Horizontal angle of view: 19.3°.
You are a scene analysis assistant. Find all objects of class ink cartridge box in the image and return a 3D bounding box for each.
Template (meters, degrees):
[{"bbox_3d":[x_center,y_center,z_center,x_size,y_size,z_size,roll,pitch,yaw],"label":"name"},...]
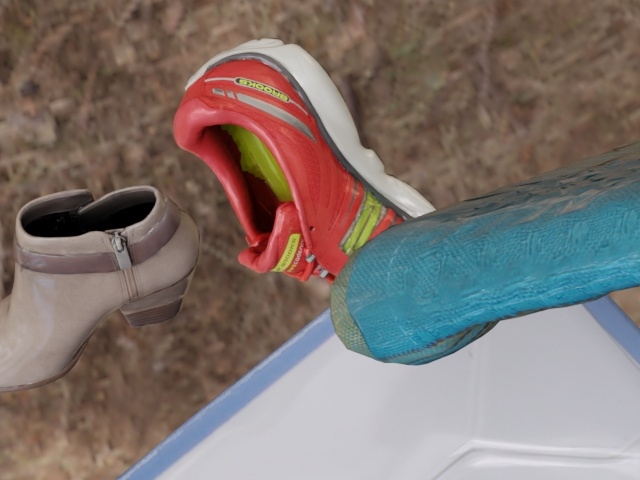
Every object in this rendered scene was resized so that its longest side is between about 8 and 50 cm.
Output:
[{"bbox_3d":[0.013,0.160,0.807,0.270,0.151,0.395,-38,165,-7],"label":"ink cartridge box"}]

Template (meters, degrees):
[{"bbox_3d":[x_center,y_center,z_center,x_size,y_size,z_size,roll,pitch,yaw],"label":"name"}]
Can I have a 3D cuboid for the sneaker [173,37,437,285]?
[{"bbox_3d":[0.000,0.000,1.258,0.107,0.279,0.118,-35,-173,46],"label":"sneaker"}]

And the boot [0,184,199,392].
[{"bbox_3d":[-0.104,0.015,0.730,0.118,0.042,0.087,-20,150,-5],"label":"boot"}]

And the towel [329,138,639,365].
[{"bbox_3d":[0.211,-0.036,0.489,0.271,0.040,0.370,-20,-175,-44],"label":"towel"}]
